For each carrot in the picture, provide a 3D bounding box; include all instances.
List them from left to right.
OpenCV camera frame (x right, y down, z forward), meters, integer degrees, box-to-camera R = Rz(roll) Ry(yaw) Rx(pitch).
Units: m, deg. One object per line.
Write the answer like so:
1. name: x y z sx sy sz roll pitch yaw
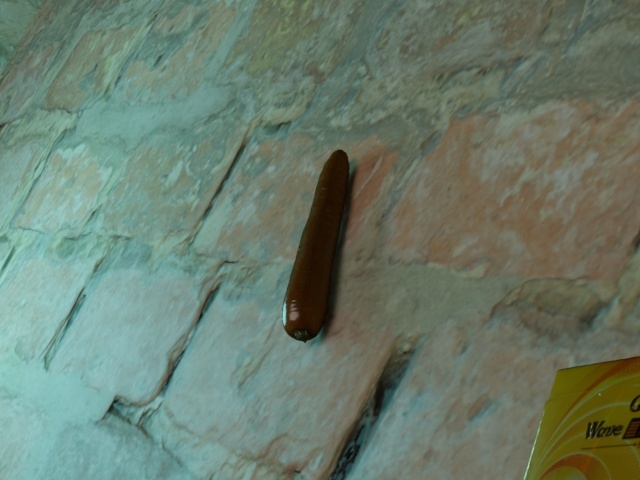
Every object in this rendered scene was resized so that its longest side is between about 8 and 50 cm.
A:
1. carrot: 0.000 0.000 1.404 0.043 0.043 0.248 -33 31 40

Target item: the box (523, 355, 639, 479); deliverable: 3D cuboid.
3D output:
1. box: 0.171 0.195 0.864 0.152 0.043 0.269 -18 46 53
